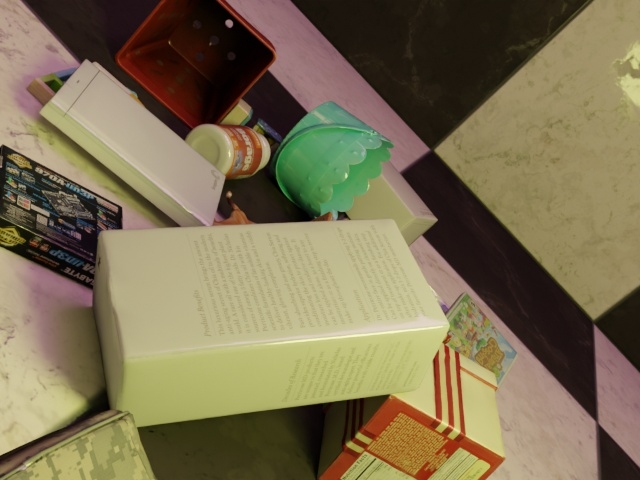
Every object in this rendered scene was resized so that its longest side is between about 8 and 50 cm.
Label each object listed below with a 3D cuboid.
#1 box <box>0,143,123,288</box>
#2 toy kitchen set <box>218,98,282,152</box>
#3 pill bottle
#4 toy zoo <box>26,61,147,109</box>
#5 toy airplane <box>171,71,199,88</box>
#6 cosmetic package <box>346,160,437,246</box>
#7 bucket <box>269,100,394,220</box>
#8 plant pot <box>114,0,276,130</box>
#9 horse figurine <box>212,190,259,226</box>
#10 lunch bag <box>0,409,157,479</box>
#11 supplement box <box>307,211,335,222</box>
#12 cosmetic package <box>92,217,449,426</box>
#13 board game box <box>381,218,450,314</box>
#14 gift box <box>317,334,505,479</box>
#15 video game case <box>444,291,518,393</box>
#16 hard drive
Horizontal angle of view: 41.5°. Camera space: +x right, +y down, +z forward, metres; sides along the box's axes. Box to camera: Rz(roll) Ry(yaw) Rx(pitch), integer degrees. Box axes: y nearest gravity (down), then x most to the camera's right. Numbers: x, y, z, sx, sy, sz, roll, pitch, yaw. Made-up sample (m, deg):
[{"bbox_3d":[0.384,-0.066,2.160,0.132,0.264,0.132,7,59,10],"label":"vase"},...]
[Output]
[{"bbox_3d":[-0.400,-0.031,1.275,0.220,0.051,0.175,31,26,-34],"label":"box"},{"bbox_3d":[-0.163,-0.263,2.034,0.166,0.122,0.207,40,22,-16],"label":"toy kitchen set"},{"bbox_3d":[-0.197,-0.193,1.845,0.121,0.121,0.216,50,22,10],"label":"pill bottle"},{"bbox_3d":[-0.427,-0.264,1.668,0.192,0.030,0.293,45,22,-4],"label":"toy zoo"},{"bbox_3d":[-0.336,-0.418,2.116,0.151,0.028,0.151,32,29,-20],"label":"toy airplane"},{"bbox_3d":[0.134,-0.147,2.341,0.365,0.155,0.197,52,19,16],"label":"cosmetic package"},{"bbox_3d":[0.022,-0.190,2.059,0.183,0.281,0.281,42,20,13],"label":"bucket"},{"bbox_3d":[-0.270,-0.447,1.975,0.267,0.267,0.235,42,19,-12],"label":"plant pot"},{"bbox_3d":[-0.126,-0.004,1.723,0.263,0.066,0.174,37,16,-15],"label":"horse figurine"},{"bbox_3d":[-0.260,0.319,0.701,0.305,0.213,0.255,-19,84,-64],"label":"lunch bag"},{"bbox_3d":[0.000,0.000,1.850,0.080,0.078,0.233,64,7,-6],"label":"supplement box"},{"bbox_3d":[-0.077,0.107,1.204,0.454,0.161,0.230,-2,45,-22],"label":"cosmetic package"},{"bbox_3d":[0.166,0.173,1.808,0.390,0.050,0.390,47,39,1],"label":"board game box"},{"bbox_3d":[0.160,0.318,1.437,0.276,0.255,0.258,35,25,-14],"label":"gift box"},{"bbox_3d":[0.336,0.235,1.851,0.193,0.023,0.212,50,39,1],"label":"video game case"},{"bbox_3d":[-0.335,-0.174,1.576,0.353,0.047,0.233,41,22,-19],"label":"hard drive"}]
